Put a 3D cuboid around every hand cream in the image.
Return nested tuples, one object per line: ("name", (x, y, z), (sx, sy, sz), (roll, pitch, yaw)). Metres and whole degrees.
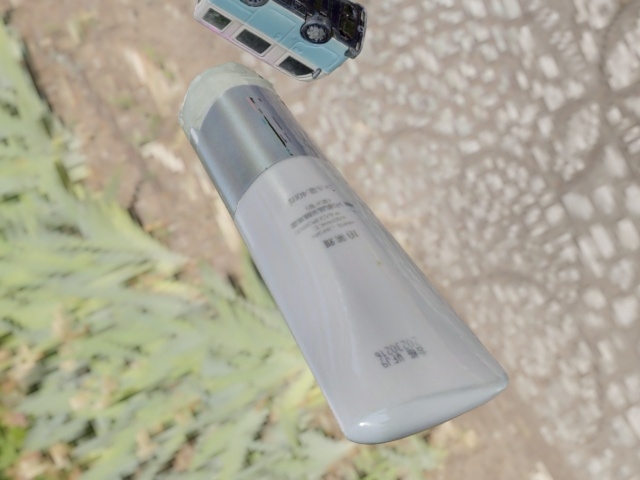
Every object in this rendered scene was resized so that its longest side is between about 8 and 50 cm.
("hand cream", (0.000, 0.000, 0.821), (0.048, 0.079, 0.255), (84, 161, -44))

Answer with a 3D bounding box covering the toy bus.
("toy bus", (-0.032, -0.171, 1.319), (0.123, 0.060, 0.075), (29, 135, -22))
